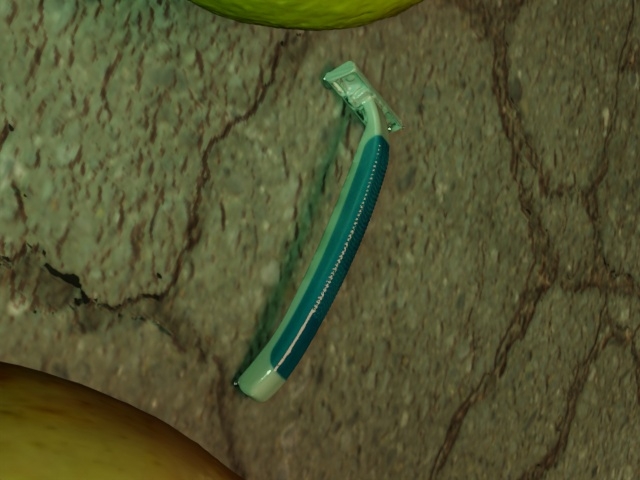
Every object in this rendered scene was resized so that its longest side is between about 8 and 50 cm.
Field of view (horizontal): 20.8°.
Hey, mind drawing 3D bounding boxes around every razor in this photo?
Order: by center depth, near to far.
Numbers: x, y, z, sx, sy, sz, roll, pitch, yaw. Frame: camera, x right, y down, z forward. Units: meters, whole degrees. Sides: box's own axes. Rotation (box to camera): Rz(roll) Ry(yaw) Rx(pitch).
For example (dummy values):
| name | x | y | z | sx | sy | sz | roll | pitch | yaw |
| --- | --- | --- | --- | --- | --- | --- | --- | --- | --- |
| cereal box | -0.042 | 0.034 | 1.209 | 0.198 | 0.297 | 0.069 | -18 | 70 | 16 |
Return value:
| name | x | y | z | sx | sy | sz | roll | pitch | yaw |
| --- | --- | --- | --- | --- | --- | --- | --- | --- | --- |
| razor | 0.003 | 0.000 | 0.950 | 0.068 | 0.037 | 0.191 | 45 | 60 | -50 |

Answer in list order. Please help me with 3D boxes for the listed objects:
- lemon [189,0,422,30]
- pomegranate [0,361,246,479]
| name | x | y | z | sx | sy | sz | roll | pitch | yaw |
| --- | --- | --- | --- | --- | --- | --- | --- | --- | --- |
| lemon | -0.004 | -0.184 | 0.784 | 0.248 | 0.184 | 0.184 | -41 | 128 | -46 |
| pomegranate | -0.145 | 0.224 | 0.508 | 0.411 | 0.411 | 0.411 | -14 | 107 | -54 |
